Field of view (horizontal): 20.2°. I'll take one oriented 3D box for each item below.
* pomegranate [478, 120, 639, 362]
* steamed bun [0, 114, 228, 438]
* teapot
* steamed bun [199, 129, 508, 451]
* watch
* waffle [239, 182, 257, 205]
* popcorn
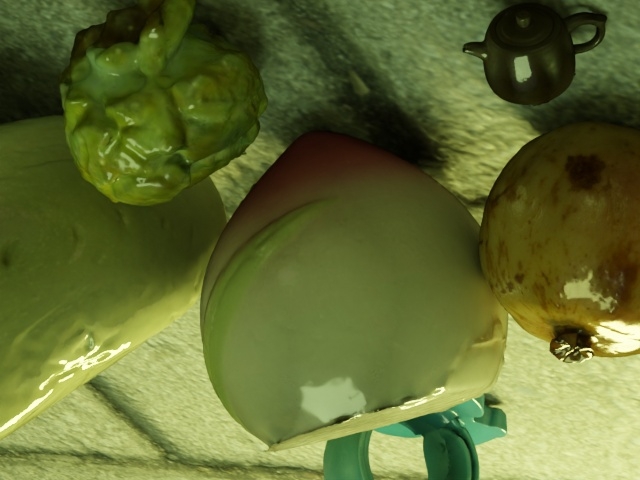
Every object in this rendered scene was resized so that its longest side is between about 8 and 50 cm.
[{"bbox_3d":[0.246,0.006,1.580,0.215,0.215,0.215,13,152,7],"label":"pomegranate"},{"bbox_3d":[-0.350,0.047,1.781,0.290,0.456,0.371,57,143,-2],"label":"steamed bun"},{"bbox_3d":[0.176,-0.161,1.464,0.121,0.076,0.068,-15,138,1],"label":"teapot"},{"bbox_3d":[0.021,0.035,1.700,0.309,0.309,0.309,13,152,7],"label":"steamed bun"},{"bbox_3d":[0.109,0.258,2.121,0.211,0.193,0.211,15,153,8],"label":"watch"},{"bbox_3d":[0.000,0.000,1.882,0.183,0.036,0.169,13,150,6],"label":"waffle"},{"bbox_3d":[-0.143,-0.136,1.594,0.198,0.198,0.212,4,123,22],"label":"popcorn"}]
